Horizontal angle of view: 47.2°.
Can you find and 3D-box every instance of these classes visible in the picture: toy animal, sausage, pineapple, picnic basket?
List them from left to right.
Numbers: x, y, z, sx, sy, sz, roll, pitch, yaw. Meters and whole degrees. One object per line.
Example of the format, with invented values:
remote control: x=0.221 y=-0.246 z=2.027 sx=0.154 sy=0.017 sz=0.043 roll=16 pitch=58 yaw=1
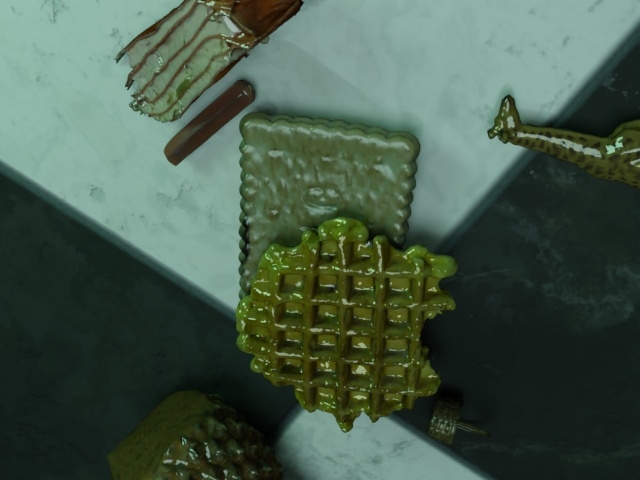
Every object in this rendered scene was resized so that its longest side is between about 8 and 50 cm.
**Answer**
sausage: x=-0.133 y=-0.141 z=0.874 sx=0.147 sy=0.035 sz=0.030 roll=-35 pitch=103 yaw=24
pineapple: x=-0.121 y=0.384 z=1.070 sx=0.202 sy=0.202 sz=0.362 roll=-34 pitch=109 yaw=26
picnic basket: x=0.192 y=0.251 z=1.002 sx=0.083 sy=0.072 sz=0.072 roll=18 pitch=121 yaw=12
toy animal: x=0.324 y=-0.112 z=0.785 sx=0.275 sy=0.054 sz=0.149 roll=-11 pitch=113 yaw=18

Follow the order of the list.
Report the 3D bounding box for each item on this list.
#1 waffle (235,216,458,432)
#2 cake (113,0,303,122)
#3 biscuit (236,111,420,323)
waffle: x=0.037 y=0.113 z=0.919 sx=0.281 sy=0.058 sz=0.301 roll=24 pitch=122 yaw=-4
cake: x=-0.129 y=-0.219 z=0.809 sx=0.287 sy=0.135 sz=0.098 roll=-20 pitch=119 yaw=42
biscuit: x=0.000 y=0.000 z=0.916 sx=0.217 sy=0.044 sz=0.325 roll=7 pitch=122 yaw=6
